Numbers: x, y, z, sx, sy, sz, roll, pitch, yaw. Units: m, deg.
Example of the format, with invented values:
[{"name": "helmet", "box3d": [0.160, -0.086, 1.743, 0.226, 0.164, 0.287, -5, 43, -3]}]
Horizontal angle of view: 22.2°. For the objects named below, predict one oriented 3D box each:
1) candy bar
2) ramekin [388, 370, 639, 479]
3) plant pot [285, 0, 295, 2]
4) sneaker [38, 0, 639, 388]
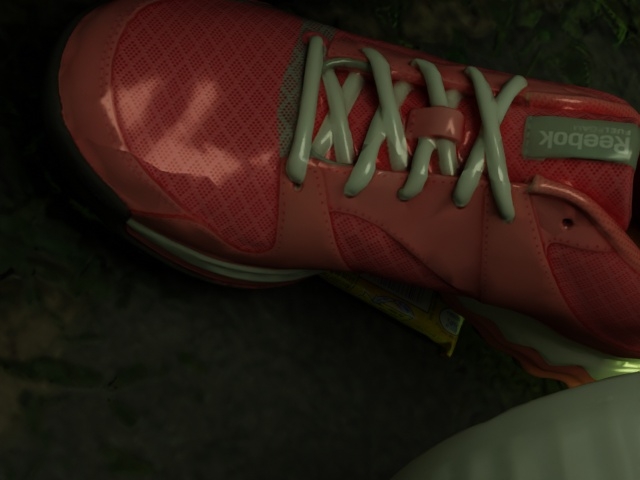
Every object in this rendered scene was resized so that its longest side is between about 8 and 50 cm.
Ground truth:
[{"name": "candy bar", "box3d": [0.000, 0.000, 0.675, 0.161, 0.018, 0.040, 29, 63, -21]}, {"name": "ramekin", "box3d": [0.127, 0.141, 0.563, 0.272, 0.273, 0.127, 9, 56, -30]}, {"name": "plant pot", "box3d": [-0.062, -0.222, 0.629, 0.167, 0.188, 0.187, 4, 71, -19]}, {"name": "sneaker", "box3d": [0.052, -0.034, 0.623, 0.313, 0.136, 0.116, 18, 67, -24]}]
